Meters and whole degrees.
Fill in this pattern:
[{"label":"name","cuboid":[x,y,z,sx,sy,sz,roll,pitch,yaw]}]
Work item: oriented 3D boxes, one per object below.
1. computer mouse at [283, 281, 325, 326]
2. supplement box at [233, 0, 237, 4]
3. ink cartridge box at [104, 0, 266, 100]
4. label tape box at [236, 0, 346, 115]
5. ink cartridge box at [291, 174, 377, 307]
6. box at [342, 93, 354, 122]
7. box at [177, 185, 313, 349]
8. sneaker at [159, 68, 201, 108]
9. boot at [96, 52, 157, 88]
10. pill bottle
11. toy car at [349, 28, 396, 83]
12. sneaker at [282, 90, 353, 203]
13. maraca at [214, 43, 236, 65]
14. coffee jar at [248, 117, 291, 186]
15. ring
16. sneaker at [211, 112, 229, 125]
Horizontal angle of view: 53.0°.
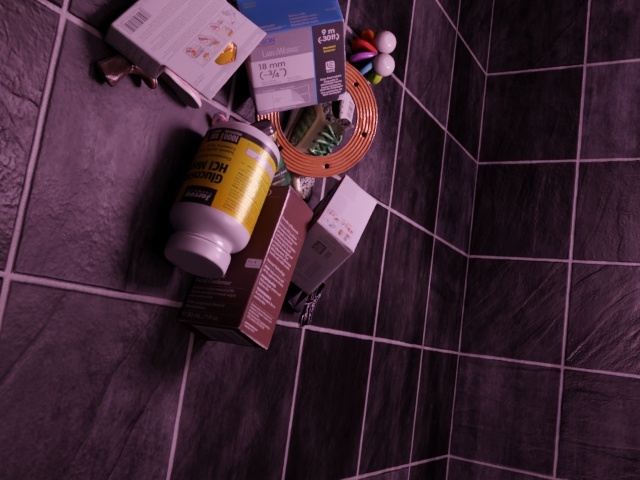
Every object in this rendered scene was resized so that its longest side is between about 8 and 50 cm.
[{"label":"computer mouse","cuboid":[-0.052,0.127,1.900,0.262,0.060,0.184,54,49,-46]},{"label":"supplement box","cuboid":[-0.128,-0.625,1.712,0.239,0.073,0.130,36,62,-53]},{"label":"ink cartridge box","cuboid":[-0.277,-0.436,1.368,0.239,0.060,0.275,38,52,-12]},{"label":"label tape box","cuboid":[-0.069,-0.489,1.568,0.333,0.241,0.106,85,-11,-46]},{"label":"ink cartridge box","cuboid":[0.000,0.000,1.804,0.130,0.272,0.309,40,32,-6]},{"label":"box","cuboid":[0.044,-0.414,1.997,0.102,0.087,0.101,33,64,-54]},{"label":"box","cuboid":[-0.175,0.057,1.566,0.143,0.191,0.381,50,50,-48]},{"label":"sneaker","cuboid":[-0.305,-0.364,1.454,0.134,0.051,0.070,47,58,-44]},{"label":"boot","cuboid":[-0.397,-0.336,1.316,0.106,0.037,0.114,59,40,-24]},{"label":"pill bottle","cuboid":[-0.228,-0.091,1.468,0.188,0.188,0.333,50,50,-48]},{"label":"toy car","cuboid":[0.164,-0.620,2.155,0.136,0.159,0.181,4,88,-24]},{"label":"sneaker","cuboid":[-0.001,-0.306,1.838,0.158,0.182,0.410,23,73,-58]},{"label":"maraca","cuboid":[-0.230,-0.459,1.536,0.186,0.099,0.127,-5,110,-80]},{"label":"coffee jar","cuboid":[-0.146,-0.223,1.686,0.096,0.079,0.184,-27,120,-17]},{"label":"ring","cuboid":[-0.009,-0.341,1.767,0.032,0.337,0.336,-157,-115,-76]},{"label":"sneaker","cuboid":[-0.232,-0.277,1.601,0.057,0.047,0.119,-90,158,-43]}]
